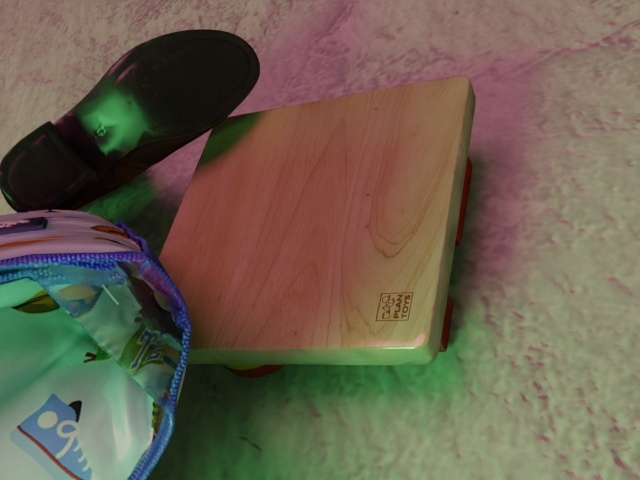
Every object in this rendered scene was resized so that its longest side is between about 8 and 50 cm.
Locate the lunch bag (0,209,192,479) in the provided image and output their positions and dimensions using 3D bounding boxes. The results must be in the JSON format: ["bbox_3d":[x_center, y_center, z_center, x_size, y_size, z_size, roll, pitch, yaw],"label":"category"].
[{"bbox_3d":[-0.264,0.122,0.468,0.385,0.239,0.328,-41,17,-11],"label":"lunch bag"}]

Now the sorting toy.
[{"bbox_3d":[0.000,0.000,0.630,0.255,0.089,0.257,-5,52,27],"label":"sorting toy"}]

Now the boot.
[{"bbox_3d":[-0.194,-0.096,0.773,0.264,0.096,0.280,-43,7,-12],"label":"boot"}]
